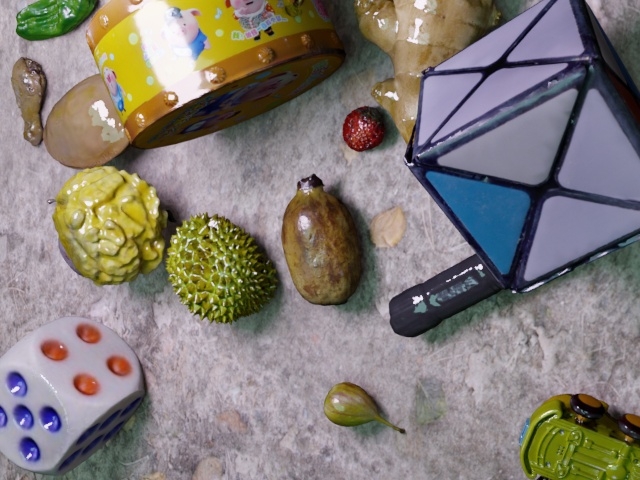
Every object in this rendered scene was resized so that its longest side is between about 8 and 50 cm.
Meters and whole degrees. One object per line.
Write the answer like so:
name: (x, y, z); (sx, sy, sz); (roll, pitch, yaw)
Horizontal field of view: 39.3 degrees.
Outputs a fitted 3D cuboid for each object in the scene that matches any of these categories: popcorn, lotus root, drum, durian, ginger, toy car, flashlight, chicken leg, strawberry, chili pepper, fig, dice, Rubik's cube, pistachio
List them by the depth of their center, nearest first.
Rubik's cube: (0.340, -0.149, 1.382); (0.310, 0.307, 0.305); (-27, 117, 27)
ginger: (0.164, -0.332, 1.548); (0.236, 0.166, 0.376); (17, 100, -13)
toy car: (0.473, 0.360, 1.561); (0.247, 0.142, 0.201); (23, 110, 9)
drum: (-0.184, -0.333, 1.578); (0.431, 0.431, 0.214); (-23, 91, 27)
flashlight: (0.298, 0.055, 1.606); (0.424, 0.103, 0.103); (-31, 86, 28)
strawberry: (0.079, -0.206, 1.670); (0.083, 0.083, 0.096); (40, 142, 13)
lotus root: (0.000, 0.000, 1.717); (0.145, 0.128, 0.260); (-9, 102, 12)
fig: (0.088, 0.328, 1.783); (0.166, 0.093, 0.093); (5, 104, -4)
durian: (-0.211, 0.054, 1.808); (0.200, 0.176, 0.237); (-45, 68, 5)
popcorn: (-0.421, -0.034, 1.823); (0.249, 0.225, 0.249); (43, 154, 27)
pistachio: (-0.474, -0.239, 1.871); (0.260, 0.162, 0.213); (-29, 49, 26)
chili pepper: (-0.563, -0.487, 1.911); (0.256, 0.074, 0.100); (-16, 94, 28)
dice: (-0.565, 0.339, 1.976); (0.251, 0.259, 0.243); (43, 116, 11)
chicken leg: (-0.645, -0.305, 1.992); (0.084, 0.069, 0.198); (11, 112, 24)

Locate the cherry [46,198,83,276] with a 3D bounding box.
cherry: (-0.537, 0.008, 1.989); (0.188, 0.115, 0.148); (12, 144, 30)
